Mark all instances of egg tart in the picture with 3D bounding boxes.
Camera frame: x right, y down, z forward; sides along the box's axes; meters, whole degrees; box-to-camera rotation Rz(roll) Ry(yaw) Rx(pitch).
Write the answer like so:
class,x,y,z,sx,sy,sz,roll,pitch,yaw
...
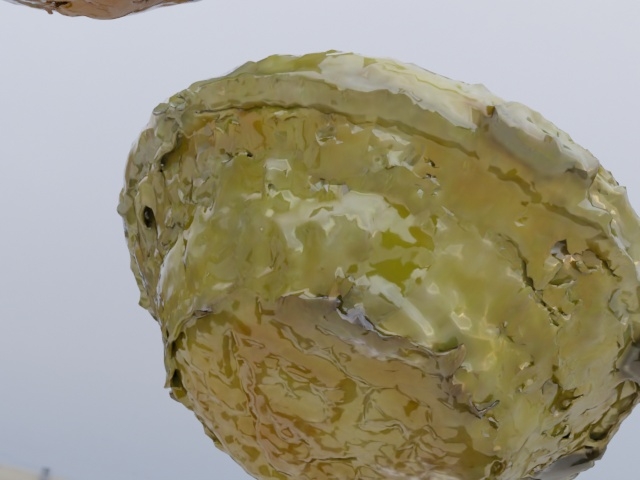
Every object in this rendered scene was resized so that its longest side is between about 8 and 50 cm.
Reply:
class,x,y,z,sx,sy,sz,roll,pitch,yaw
egg tart,0.023,0.053,0.715,0.341,0.132,0.341,13,-43,12

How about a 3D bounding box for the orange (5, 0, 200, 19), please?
class,x,y,z,sx,sy,sz,roll,pitch,yaw
orange,-0.136,-0.302,0.773,0.341,0.340,0.293,20,26,-23
